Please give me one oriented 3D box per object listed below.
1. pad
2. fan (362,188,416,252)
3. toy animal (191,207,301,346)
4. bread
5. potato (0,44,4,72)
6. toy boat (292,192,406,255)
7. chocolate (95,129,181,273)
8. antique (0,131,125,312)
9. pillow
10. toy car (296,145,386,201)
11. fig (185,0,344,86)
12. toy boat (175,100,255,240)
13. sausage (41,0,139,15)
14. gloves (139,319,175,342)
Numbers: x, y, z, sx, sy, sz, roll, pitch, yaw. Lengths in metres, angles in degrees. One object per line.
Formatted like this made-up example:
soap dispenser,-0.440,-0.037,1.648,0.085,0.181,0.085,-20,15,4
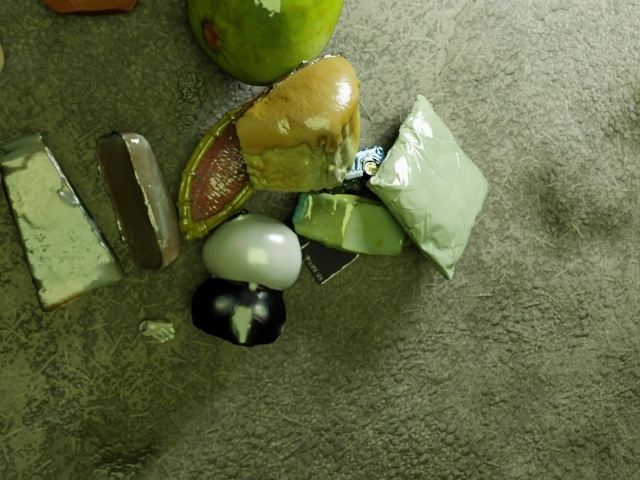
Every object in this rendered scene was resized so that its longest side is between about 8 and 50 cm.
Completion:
pad,0.000,0.000,1.401,0.112,0.003,0.157,-37,106,-11
fan,0.099,-0.041,1.425,0.226,0.008,0.153,-6,99,-20
toy animal,-0.131,0.065,1.279,0.187,0.165,0.235,13,89,-25
bread,-0.017,-0.196,1.194,0.262,0.162,0.204,-41,150,-17
potato,-0.583,-0.326,1.111,0.109,0.118,0.178,-8,116,17
toy boat,0.077,-0.028,1.329,0.276,0.084,0.111,12,96,-41
chocolate,-0.306,-0.073,1.220,0.083,0.161,0.262,-25,109,-34
antique,-0.456,-0.038,1.176,0.150,0.125,0.284,-24,103,-16
pillow,0.230,-0.109,1.371,0.274,0.076,0.281,49,51,-25
toy car,0.039,-0.138,1.344,0.191,0.097,0.100,-16,79,-24
fig,-0.079,-0.431,1.208,0.258,0.258,0.326,46,63,-18
toy boat,-0.166,-0.140,1.281,0.141,0.099,0.318,35,87,-16
sausage,-0.388,-0.423,1.179,0.179,0.089,0.089,-3,97,-13
gloves,-0.306,0.164,1.294,0.044,0.037,0.081,-38,128,25
